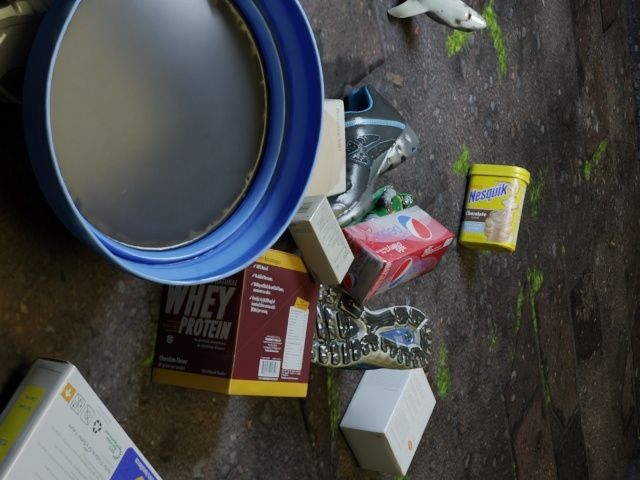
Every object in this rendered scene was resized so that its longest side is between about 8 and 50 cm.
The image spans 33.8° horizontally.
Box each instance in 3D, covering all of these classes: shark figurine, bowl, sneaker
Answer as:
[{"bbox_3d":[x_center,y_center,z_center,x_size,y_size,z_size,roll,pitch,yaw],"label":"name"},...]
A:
[{"bbox_3d":[0.189,-0.494,1.925,0.116,0.166,0.278,35,42,-83],"label":"shark figurine"},{"bbox_3d":[-0.156,-0.146,1.182,0.391,0.077,0.391,-9,103,-45],"label":"bowl"},{"bbox_3d":[0.018,0.153,1.653,0.330,0.147,0.129,17,65,-37],"label":"sneaker"},{"bbox_3d":[-0.300,-0.210,1.146,0.229,0.086,0.132,-30,124,-42],"label":"sneaker"},{"bbox_3d":[0.029,-0.120,1.684,0.139,0.125,0.341,54,44,-17],"label":"sneaker"}]

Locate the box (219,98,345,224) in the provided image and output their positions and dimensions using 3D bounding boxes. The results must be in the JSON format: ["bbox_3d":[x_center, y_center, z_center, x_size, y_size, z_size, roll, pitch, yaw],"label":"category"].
[{"bbox_3d":[-0.094,-0.115,1.443,0.311,0.121,0.148,-21,112,-56],"label":"box"}]

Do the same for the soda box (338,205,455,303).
[{"bbox_3d":[0.111,0.017,1.684,0.263,0.092,0.083,-18,143,-59],"label":"soda box"}]

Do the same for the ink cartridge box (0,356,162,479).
[{"bbox_3d":[-0.307,0.343,1.187,0.307,0.072,0.303,-61,146,-33],"label":"ink cartridge box"}]

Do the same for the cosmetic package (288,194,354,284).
[{"bbox_3d":[0.000,0.000,1.443,0.060,0.041,0.115,-59,135,-43],"label":"cosmetic package"}]

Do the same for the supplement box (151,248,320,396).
[{"bbox_3d":[-0.109,0.107,1.435,0.191,0.129,0.194,16,80,-58],"label":"supplement box"}]

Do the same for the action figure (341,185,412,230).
[{"bbox_3d":[0.102,-0.032,1.840,0.232,0.063,0.137,-44,129,-51],"label":"action figure"}]

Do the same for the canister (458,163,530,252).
[{"bbox_3d":[0.360,-0.066,2.197,0.073,0.126,0.169,26,72,-57],"label":"canister"}]

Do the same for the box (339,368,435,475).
[{"bbox_3d":[0.122,0.308,1.876,0.170,0.091,0.130,-59,140,-37],"label":"box"}]
